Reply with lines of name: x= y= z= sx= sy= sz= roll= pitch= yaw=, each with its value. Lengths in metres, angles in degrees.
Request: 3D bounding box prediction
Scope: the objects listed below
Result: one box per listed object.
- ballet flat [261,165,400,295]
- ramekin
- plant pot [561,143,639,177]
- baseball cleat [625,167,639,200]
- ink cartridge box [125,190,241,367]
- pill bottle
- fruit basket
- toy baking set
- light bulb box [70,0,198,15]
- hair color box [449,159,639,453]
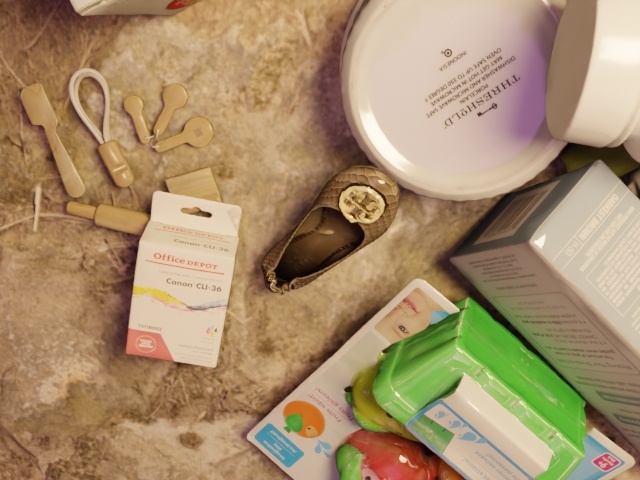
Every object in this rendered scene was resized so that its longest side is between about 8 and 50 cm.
ballet flat: x=0.000 y=0.000 z=0.816 sx=0.084 sy=0.058 sz=0.250 roll=42 pitch=139 yaw=-9
ramekin: x=0.142 y=-0.164 z=0.746 sx=0.272 sy=0.127 sz=0.273 roll=4 pitch=109 yaw=11
plant pot: x=0.297 y=-0.094 z=0.768 sx=0.083 sy=0.083 sz=0.079 roll=46 pitch=123 yaw=-5
baseball cleat: x=0.403 y=0.003 z=0.776 sx=0.109 sy=0.072 sz=0.206 roll=-26 pitch=104 yaw=16
ink cartridge box: x=-0.166 y=0.049 z=0.901 sx=0.115 sy=0.067 sz=0.198 roll=10 pitch=114 yaw=-6
pill bottle: x=0.338 y=-0.129 z=0.587 sx=0.283 sy=0.160 sz=0.160 roll=7 pitch=110 yaw=3
fruit basket: x=0.122 y=0.255 z=0.878 sx=0.327 sy=0.165 sz=0.353 roll=42 pitch=115 yaw=-4
toy baking set: x=-0.239 y=-0.103 z=0.906 sx=0.256 sy=0.030 sz=0.197 roll=9 pitch=105 yaw=3
light bulb box: x=-0.109 y=-0.440 z=0.655 sx=0.357 sy=0.225 sz=0.361 roll=-21 pitch=102 yaw=18
hair color box: x=0.327 y=0.104 z=0.753 sx=0.374 sy=0.185 sz=0.113 roll=45 pitch=77 yaw=-5
